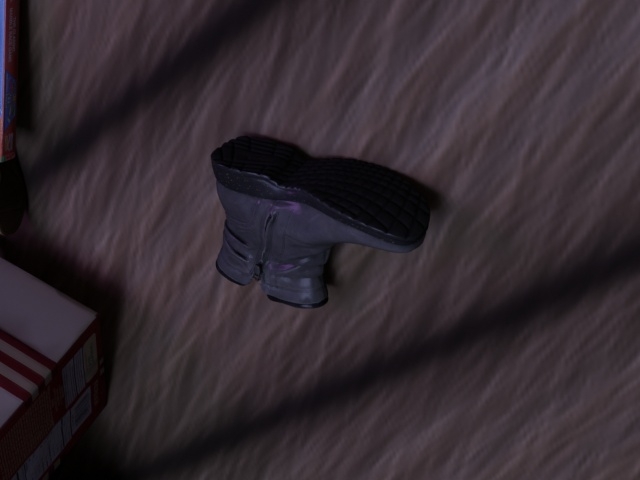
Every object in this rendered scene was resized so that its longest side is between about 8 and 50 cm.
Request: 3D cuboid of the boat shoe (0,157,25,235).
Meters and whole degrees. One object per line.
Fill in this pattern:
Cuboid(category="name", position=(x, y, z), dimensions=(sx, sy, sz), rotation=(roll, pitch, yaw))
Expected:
Cuboid(category="boat shoe", position=(-0.371, -0.073, 1.462), dimensions=(0.045, 0.050, 0.135), rotation=(9, 110, 32))

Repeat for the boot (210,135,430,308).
Cuboid(category="boot", position=(0.000, 0.000, 1.256), dimensions=(0.246, 0.083, 0.161), rotation=(20, 132, 29))

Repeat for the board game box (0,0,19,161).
Cuboid(category="board game box", position=(-0.383, -0.235, 1.363), dimensions=(0.145, 0.027, 0.281), rotation=(20, 117, 23))

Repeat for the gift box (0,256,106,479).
Cuboid(category="gift box", position=(-0.406, 0.148, 1.485), dimensions=(0.258, 0.276, 0.255), rotation=(27, 141, 12))
